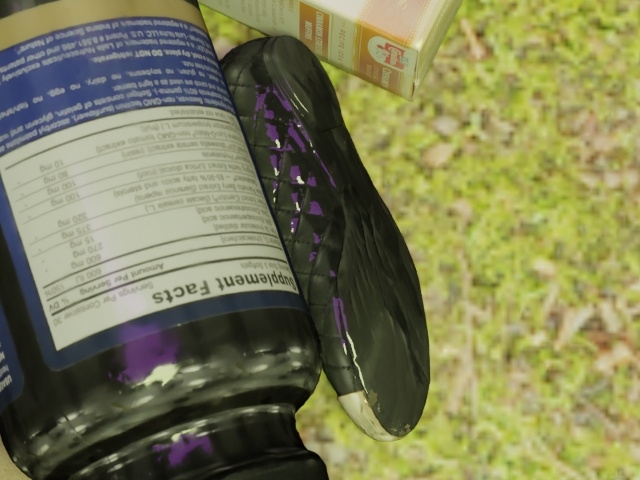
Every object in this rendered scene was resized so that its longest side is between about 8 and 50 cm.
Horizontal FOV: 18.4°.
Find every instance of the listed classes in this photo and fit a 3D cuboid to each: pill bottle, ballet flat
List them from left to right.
[{"bbox_3d":[-0.072,0.017,0.735,0.123,0.123,0.219,-19,76,-5],"label":"pill bottle"},{"bbox_3d":[0.000,0.000,0.789,0.049,0.057,0.173,-30,73,35],"label":"ballet flat"}]

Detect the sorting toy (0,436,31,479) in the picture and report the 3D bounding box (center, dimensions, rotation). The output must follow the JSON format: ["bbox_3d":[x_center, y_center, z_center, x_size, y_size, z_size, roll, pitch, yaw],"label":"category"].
[{"bbox_3d":[-0.119,0.214,0.735,0.307,0.041,0.229,37,74,8],"label":"sorting toy"}]

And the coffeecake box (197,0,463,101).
[{"bbox_3d":[-0.013,-0.164,0.812,0.185,0.068,0.142,26,77,6],"label":"coffeecake box"}]
